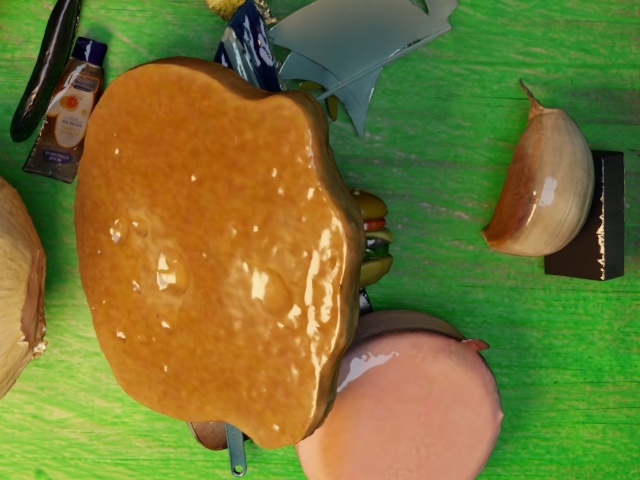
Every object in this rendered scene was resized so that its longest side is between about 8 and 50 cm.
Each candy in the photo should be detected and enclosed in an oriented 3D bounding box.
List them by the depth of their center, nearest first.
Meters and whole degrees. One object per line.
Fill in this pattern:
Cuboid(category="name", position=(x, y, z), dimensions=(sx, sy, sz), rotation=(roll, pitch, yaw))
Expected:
Cuboid(category="candy", position=(0.090, 0.195, 1.107), dimensions=(0.255, 0.094, 0.255), rotation=(-4, 110, -12))

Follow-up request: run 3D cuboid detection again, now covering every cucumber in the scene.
Cuboid(category="cucumber", position=(-0.298, -0.190, 1.060), dimensions=(0.036, 0.033, 0.184), rotation=(19, 99, -33))

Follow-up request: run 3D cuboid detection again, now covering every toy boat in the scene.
Cuboid(category="toy boat", position=(0.030, -0.198, 1.053), dimensions=(0.291, 0.067, 0.220), rotation=(-28, 121, -5))

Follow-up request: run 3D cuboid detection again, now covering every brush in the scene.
Cuboid(category="brush", position=(-0.103, 0.199, 1.125), dimensions=(0.051, 0.014, 0.164), rotation=(-5, 102, 1))

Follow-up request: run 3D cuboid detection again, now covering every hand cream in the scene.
Cuboid(category="hand cream", position=(-0.274, -0.143, 1.065), dimensions=(0.062, 0.039, 0.163), rotation=(13, 100, -41))

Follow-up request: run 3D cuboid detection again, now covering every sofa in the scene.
Cuboid(category="sofa", position=(0.307, -0.031, 1.124), dimensions=(0.060, 0.085, 0.147), rotation=(-14, 104, -44))

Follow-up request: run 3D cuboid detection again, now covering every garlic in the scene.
Cuboid(category="garlic", position=(0.242, -0.076, 1.077), dimensions=(0.090, 0.128, 0.198), rotation=(-1, 103, -30))

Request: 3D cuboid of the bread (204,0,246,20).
Cuboid(category="bread", position=(-0.081, -0.300, 1.012), dimensions=(0.114, 0.129, 0.111), rotation=(-32, 84, 8))

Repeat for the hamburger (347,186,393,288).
Cuboid(category="hamburger", position=(0.000, 0.000, 1.056), dimensions=(0.162, 0.162, 0.115), rotation=(-5, 96, -3))

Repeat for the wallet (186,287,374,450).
Cuboid(category="wallet", position=(-0.045, 0.156, 1.142), dimensions=(0.255, 0.031, 0.137), rotation=(-20, 104, 1))

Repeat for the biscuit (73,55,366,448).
Cuboid(category="biscuit", position=(-0.113, 0.008, 1.004), dimensions=(0.365, 0.062, 0.385), rotation=(12, 106, 32))

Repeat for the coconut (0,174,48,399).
Cuboid(category="coconut", position=(-0.404, 0.045, 0.965), dimensions=(0.254, 0.297, 0.297), rotation=(5, 100, 5))
